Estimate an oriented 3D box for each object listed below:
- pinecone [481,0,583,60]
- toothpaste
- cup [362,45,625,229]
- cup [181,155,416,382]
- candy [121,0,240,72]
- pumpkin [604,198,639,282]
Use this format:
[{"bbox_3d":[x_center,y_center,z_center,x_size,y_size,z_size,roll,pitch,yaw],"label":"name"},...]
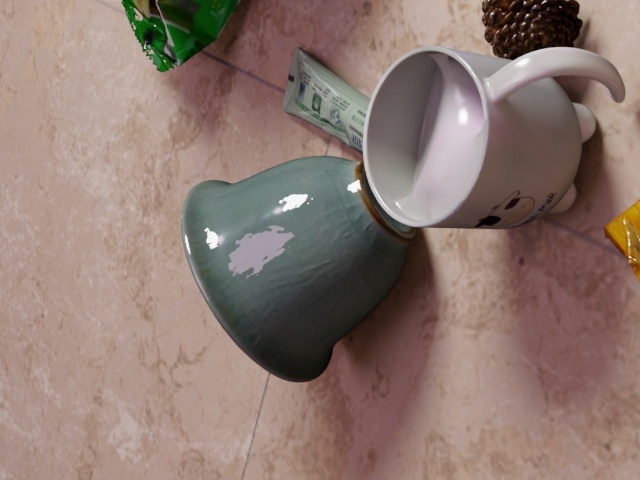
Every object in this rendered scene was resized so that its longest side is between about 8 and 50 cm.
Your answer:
[{"bbox_3d":[0.160,-0.175,1.261,0.077,0.077,0.083,-60,36,30],"label":"pinecone"},{"bbox_3d":[0.027,-0.110,1.448,0.218,0.041,0.064,38,122,49],"label":"toothpaste"},{"bbox_3d":[0.136,-0.090,1.229,0.134,0.142,0.173,47,123,42],"label":"cup"},{"bbox_3d":[0.000,0.000,1.385,0.150,0.199,0.199,-32,62,25],"label":"cup"},{"bbox_3d":[-0.119,-0.274,1.603,0.141,0.078,0.203,47,109,28],"label":"candy"},{"bbox_3d":[0.245,-0.005,1.178,0.101,0.035,0.073,-49,50,40],"label":"pumpkin"}]
